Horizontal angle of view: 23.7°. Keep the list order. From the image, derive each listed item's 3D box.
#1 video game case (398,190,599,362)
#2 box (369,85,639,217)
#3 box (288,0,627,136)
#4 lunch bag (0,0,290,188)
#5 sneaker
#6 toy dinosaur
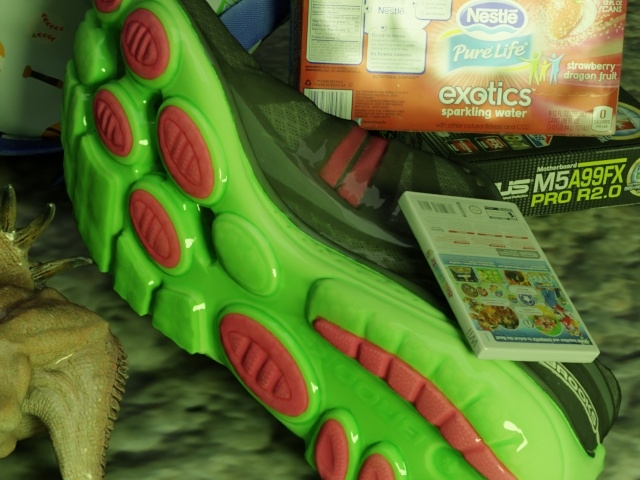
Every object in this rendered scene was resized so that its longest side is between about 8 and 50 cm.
[{"bbox_3d":[0.103,0.021,0.892,0.087,0.011,0.122,5,44,-33],"label":"video game case"},{"bbox_3d":[0.159,-0.113,1.359,0.216,0.060,0.270,-7,33,-18],"label":"box"},{"bbox_3d":[0.105,-0.158,1.221,0.257,0.128,0.122,1,15,-5],"label":"box"},{"bbox_3d":[-0.213,-0.206,1.301,0.386,0.239,0.328,7,28,18],"label":"lunch bag"},{"bbox_3d":[0.000,0.000,1.004,0.483,0.185,0.202,49,35,19],"label":"sneaker"},{"bbox_3d":[-0.194,0.063,0.955,0.296,0.127,0.200,29,35,31],"label":"toy dinosaur"}]
